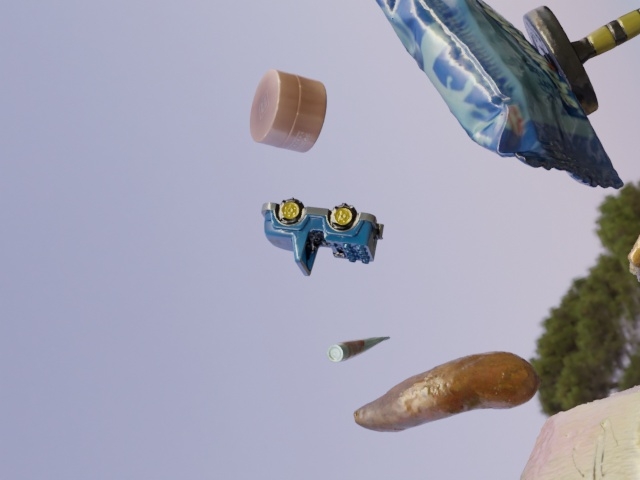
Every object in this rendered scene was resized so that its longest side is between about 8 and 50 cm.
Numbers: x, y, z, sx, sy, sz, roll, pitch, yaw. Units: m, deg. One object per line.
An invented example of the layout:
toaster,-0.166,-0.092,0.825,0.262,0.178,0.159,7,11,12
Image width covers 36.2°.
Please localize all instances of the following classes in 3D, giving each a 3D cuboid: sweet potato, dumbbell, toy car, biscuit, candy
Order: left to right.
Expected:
toy car,0.000,0.000,1.509,0.097,0.191,0.100,62,-143,-68
sweet potato,0.190,0.227,1.475,0.097,0.291,0.097,-12,-90,-89
candy,0.160,-0.177,0.965,0.187,0.077,0.331,2,-132,-45
dumbbell,0.347,-0.244,1.152,0.143,0.325,0.143,59,-170,-17
biscuit,0.576,0.004,1.687,0.033,0.144,0.224,29,179,23

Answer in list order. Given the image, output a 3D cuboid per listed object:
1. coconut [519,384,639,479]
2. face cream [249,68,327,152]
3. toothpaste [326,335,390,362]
coconut,0.385,0.351,1.084,0.404,0.404,0.404,45,-150,-35
face cream,-0.064,-0.255,1.931,0.104,0.149,0.149,11,-129,-24
toothpaste,0.071,0.205,1.886,0.205,0.056,0.036,-3,-107,-63
